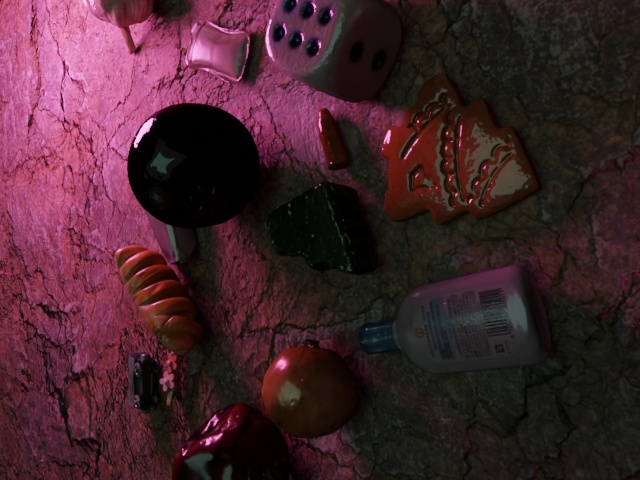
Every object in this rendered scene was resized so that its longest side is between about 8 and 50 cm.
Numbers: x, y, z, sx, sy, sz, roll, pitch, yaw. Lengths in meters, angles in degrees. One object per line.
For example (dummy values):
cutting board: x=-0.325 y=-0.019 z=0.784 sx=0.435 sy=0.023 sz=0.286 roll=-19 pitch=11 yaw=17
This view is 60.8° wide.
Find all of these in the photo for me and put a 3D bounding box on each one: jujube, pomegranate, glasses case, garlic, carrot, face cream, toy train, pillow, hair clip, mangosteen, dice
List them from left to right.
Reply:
garlic: x=-0.567 y=-0.642 z=1.552 sx=0.199 sy=0.199 sz=0.226 roll=44 pitch=144 yaw=30
toy train: x=-0.505 y=0.400 z=1.546 sx=0.099 sy=0.070 sz=0.172 roll=5 pitch=94 yaw=46
glasses case: x=-0.418 y=-0.083 z=1.458 sx=0.128 sy=0.083 sz=0.308 roll=-21 pitch=90 yaw=56
hair clip: x=-0.394 y=0.338 z=1.462 sx=0.062 sy=0.056 sz=0.214 roll=5 pitch=93 yaw=38
mangosteen: x=-0.280 y=-0.184 z=1.238 sx=0.297 sy=0.297 sz=0.313 roll=-24 pitch=50 yaw=36
pillow: x=-0.260 y=-0.477 z=1.368 sx=0.232 sy=0.038 sz=0.131 roll=28 pitch=104 yaw=34
jujube: x=-0.173 y=0.548 z=1.167 sx=0.258 sy=0.258 sz=0.377 roll=-26 pitch=76 yaw=36
pomegranate: x=-0.022 y=0.297 z=1.087 sx=0.191 sy=0.191 sz=0.191 roll=0 pitch=90 yaw=38
carrot: x=0.020 y=-0.214 z=1.143 sx=0.048 sy=0.048 sz=0.139 roll=-28 pitch=70 yaw=35
dice: x=0.026 y=-0.386 z=1.045 sx=0.193 sy=0.192 sz=0.194 roll=38 pitch=111 yaw=31
face cream: x=0.218 y=0.153 z=0.961 sx=0.336 sy=0.080 sz=0.163 roll=-18 pitch=80 yaw=37

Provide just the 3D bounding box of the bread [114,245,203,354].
bread: x=-0.406 y=0.150 z=1.410 sx=0.121 sy=0.173 sz=0.311 roll=-35 pitch=70 yaw=-9

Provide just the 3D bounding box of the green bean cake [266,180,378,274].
green bean cake: x=0.000 y=0.000 z=1.120 sx=0.208 sy=0.107 sz=0.193 roll=-25 pitch=78 yaw=37

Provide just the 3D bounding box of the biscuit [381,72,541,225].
biscuit: x=0.240 y=-0.141 z=0.967 sx=0.306 sy=0.043 sz=0.284 roll=24 pitch=105 yaw=36
